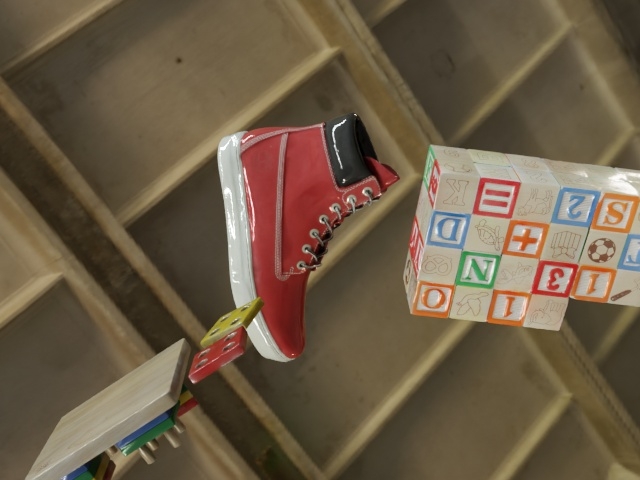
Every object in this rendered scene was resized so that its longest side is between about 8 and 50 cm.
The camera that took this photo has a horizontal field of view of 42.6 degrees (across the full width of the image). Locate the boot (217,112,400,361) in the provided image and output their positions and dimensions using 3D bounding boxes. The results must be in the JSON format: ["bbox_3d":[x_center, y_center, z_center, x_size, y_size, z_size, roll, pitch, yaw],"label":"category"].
[{"bbox_3d":[0.000,0.000,0.832,0.088,0.176,0.244,-20,-77,-71],"label":"boot"}]

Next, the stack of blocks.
[{"bbox_3d":[0.254,0.004,0.909,0.297,0.171,0.087,6,-154,-4],"label":"stack of blocks"}]

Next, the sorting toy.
[{"bbox_3d":[-0.151,0.146,0.669,0.274,0.132,0.046,-34,-79,2],"label":"sorting toy"}]
